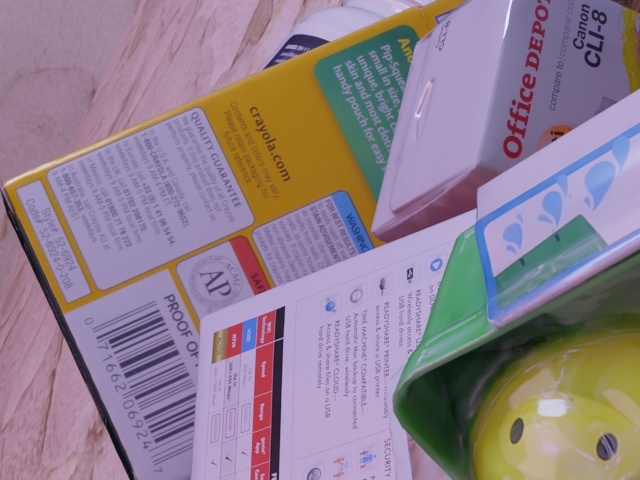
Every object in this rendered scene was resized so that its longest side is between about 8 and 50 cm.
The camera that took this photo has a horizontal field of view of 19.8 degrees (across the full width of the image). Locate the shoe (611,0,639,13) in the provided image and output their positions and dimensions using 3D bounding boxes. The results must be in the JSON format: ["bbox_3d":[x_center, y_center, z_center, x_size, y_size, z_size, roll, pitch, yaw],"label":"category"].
[{"bbox_3d":[0.150,-0.227,1.237,0.058,0.076,0.219,87,163,-76],"label":"shoe"}]

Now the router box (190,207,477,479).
[{"bbox_3d":[0.076,0.146,0.831,0.301,0.082,0.335,-21,49,30],"label":"router box"}]

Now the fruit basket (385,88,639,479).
[{"bbox_3d":[0.152,0.076,0.589,0.327,0.165,0.353,-31,24,21],"label":"fruit basket"}]

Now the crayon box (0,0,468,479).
[{"bbox_3d":[0.000,0.000,1.094,0.203,0.323,0.083,64,170,7],"label":"crayon box"}]

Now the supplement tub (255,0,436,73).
[{"bbox_3d":[0.012,-0.034,1.243,0.272,0.191,0.191,-50,13,-13],"label":"supplement tub"}]

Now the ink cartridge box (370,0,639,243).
[{"bbox_3d":[0.139,-0.045,0.998,0.127,0.176,0.128,-36,37,61],"label":"ink cartridge box"}]
